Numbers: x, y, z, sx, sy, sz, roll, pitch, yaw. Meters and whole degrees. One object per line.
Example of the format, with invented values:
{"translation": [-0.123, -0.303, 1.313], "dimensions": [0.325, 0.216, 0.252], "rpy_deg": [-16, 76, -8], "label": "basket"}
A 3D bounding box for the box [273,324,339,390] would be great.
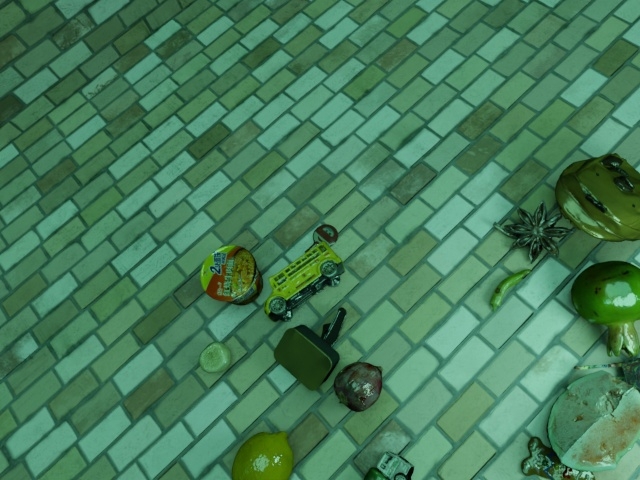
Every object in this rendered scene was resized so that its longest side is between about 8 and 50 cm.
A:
{"translation": [-0.044, 0.394, 1.590], "dimensions": [0.201, 0.090, 0.144], "rpy_deg": [35, 109, 21], "label": "box"}

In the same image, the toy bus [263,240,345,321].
{"translation": [-0.074, 0.154, 1.688], "dimensions": [0.330, 0.144, 0.152], "rpy_deg": [-35, 67, -7], "label": "toy bus"}

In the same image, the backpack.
{"translation": [0.981, -0.143, 1.565], "dimensions": [0.378, 0.201, 0.353], "rpy_deg": [-27, 63, -34], "label": "backpack"}

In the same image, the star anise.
{"translation": [0.751, -0.033, 1.647], "dimensions": [0.263, 0.081, 0.229], "rpy_deg": [9, 99, 36], "label": "star anise"}

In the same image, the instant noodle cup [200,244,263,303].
{"translation": [-0.310, 0.143, 1.713], "dimensions": [0.214, 0.174, 0.213], "rpy_deg": [-4, 68, 9], "label": "instant noodle cup"}

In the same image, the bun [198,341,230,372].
{"translation": [-0.376, 0.422, 1.668], "dimensions": [0.115, 0.069, 0.115], "rpy_deg": [-4, 68, 10], "label": "bun"}

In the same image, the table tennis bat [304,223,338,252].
{"translation": [0.000, 0.000, 1.807], "dimensions": [0.155, 0.019, 0.098], "rpy_deg": [-43, 68, -12], "label": "table tennis bat"}

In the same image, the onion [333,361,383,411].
{"translation": [0.139, 0.467, 1.536], "dimensions": [0.195, 0.159, 0.159], "rpy_deg": [-31, 64, -34], "label": "onion"}

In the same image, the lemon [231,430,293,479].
{"translation": [-0.182, 0.708, 1.460], "dimensions": [0.187, 0.187, 0.244], "rpy_deg": [28, 78, 18], "label": "lemon"}

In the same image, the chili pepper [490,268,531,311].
{"translation": [0.655, 0.158, 1.625], "dimensions": [0.208, 0.043, 0.049], "rpy_deg": [-44, 56, -10], "label": "chili pepper"}

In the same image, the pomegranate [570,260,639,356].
{"translation": [0.929, 0.212, 1.465], "dimensions": [0.236, 0.236, 0.301], "rpy_deg": [-5, 67, 7], "label": "pomegranate"}

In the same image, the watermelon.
{"translation": [0.801, 0.544, 1.372], "dimensions": [0.305, 0.180, 0.224], "rpy_deg": [-43, 57, -6], "label": "watermelon"}

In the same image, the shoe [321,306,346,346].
{"translation": [0.039, 0.308, 1.657], "dimensions": [0.053, 0.062, 0.159], "rpy_deg": [18, 77, 44], "label": "shoe"}

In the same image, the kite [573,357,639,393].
{"translation": [0.943, 0.427, 1.454], "dimensions": [0.286, 0.015, 0.152], "rpy_deg": [-5, 98, 7], "label": "kite"}

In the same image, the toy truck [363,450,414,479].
{"translation": [0.184, 0.770, 1.426], "dimensions": [0.125, 0.101, 0.242], "rpy_deg": [28, 77, 30], "label": "toy truck"}

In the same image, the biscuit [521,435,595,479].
{"translation": [0.726, 0.689, 1.408], "dimensions": [0.205, 0.031, 0.138], "rpy_deg": [23, 74, 15], "label": "biscuit"}
